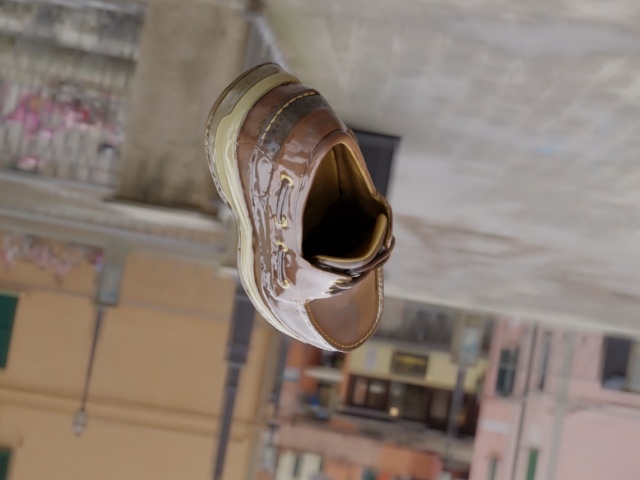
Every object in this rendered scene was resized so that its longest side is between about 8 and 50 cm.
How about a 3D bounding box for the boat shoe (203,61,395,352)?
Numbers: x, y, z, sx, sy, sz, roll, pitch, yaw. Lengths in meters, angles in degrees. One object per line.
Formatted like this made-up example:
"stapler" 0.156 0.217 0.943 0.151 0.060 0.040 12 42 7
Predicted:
"boat shoe" 0.000 0.000 0.701 0.060 0.064 0.178 32 156 33
